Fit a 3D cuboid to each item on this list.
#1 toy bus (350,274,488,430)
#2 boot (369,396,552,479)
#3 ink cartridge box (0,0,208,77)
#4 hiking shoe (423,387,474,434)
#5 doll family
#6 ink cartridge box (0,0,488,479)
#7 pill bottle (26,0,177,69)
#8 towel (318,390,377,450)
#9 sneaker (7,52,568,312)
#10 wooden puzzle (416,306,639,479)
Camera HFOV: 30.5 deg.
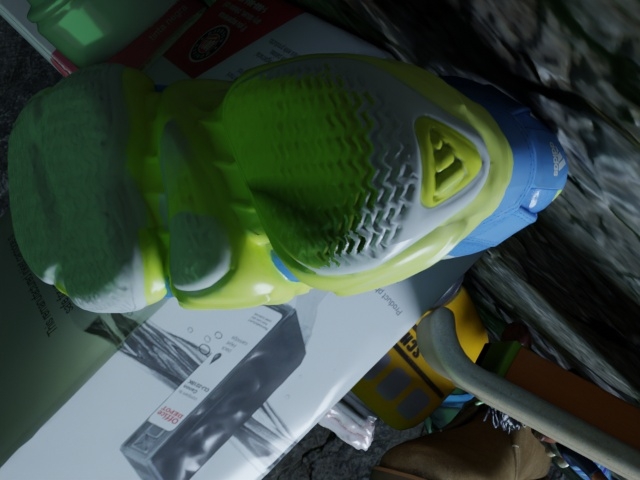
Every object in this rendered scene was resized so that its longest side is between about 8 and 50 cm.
[{"bbox_3d":[0.000,0.000,0.856,0.332,0.130,0.108,46,178,-41],"label":"toy bus"},{"bbox_3d":[0.126,0.158,0.951,0.112,0.115,0.305,17,-178,24],"label":"boot"},{"bbox_3d":[-0.209,-0.212,1.004,0.283,0.117,0.207,44,179,13],"label":"ink cartridge box"},{"bbox_3d":[0.121,0.096,1.277,0.304,0.113,0.132,-128,26,-48],"label":"hiking shoe"},{"bbox_3d":[0.171,0.124,0.841,0.111,0.076,0.193,51,171,-26],"label":"doll family"},{"bbox_3d":[-0.071,0.018,0.583,0.114,0.273,0.197,46,178,-32],"label":"ink cartridge box"},{"bbox_3d":[-0.124,-0.156,0.423,0.186,0.112,0.112,46,178,-22],"label":"pill bottle"},{"bbox_3d":[-0.059,0.011,1.106,0.332,0.053,0.317,35,-154,-9],"label":"towel"},{"bbox_3d":[-0.016,-0.018,0.431,0.126,0.091,0.240,-2,-174,-41],"label":"sneaker"},{"bbox_3d":[0.154,0.103,0.593,0.239,0.044,0.221,33,177,5],"label":"wooden puzzle"}]
